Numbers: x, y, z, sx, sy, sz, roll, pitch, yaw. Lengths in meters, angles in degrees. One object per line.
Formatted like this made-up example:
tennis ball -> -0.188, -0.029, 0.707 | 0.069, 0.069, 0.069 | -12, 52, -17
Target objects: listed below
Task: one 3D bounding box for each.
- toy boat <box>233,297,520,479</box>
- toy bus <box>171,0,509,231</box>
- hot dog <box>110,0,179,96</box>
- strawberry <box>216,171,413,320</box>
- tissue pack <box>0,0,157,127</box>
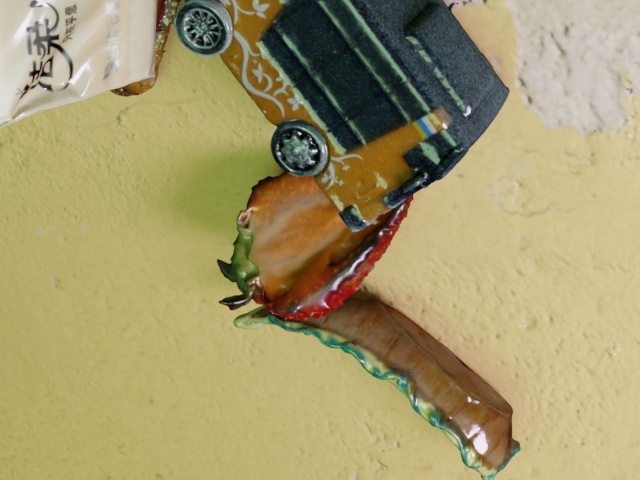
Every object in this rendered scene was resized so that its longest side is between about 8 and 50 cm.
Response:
toy boat -> 0.063, 0.119, 1.480 | 0.293, 0.108, 0.099 | 33, 103, 3
toy bus -> 0.016, -0.162, 1.286 | 0.167, 0.138, 0.275 | -29, 103, 36
hot dog -> -0.160, -0.248, 1.362 | 0.083, 0.068, 0.289 | 29, 132, 16
strawberry -> -0.003, 0.001, 1.431 | 0.140, 0.192, 0.085 | 31, 173, 26
tissue pack -> -0.278, -0.340, 1.206 | 0.332, 0.205, 0.405 | 36, 137, 37
